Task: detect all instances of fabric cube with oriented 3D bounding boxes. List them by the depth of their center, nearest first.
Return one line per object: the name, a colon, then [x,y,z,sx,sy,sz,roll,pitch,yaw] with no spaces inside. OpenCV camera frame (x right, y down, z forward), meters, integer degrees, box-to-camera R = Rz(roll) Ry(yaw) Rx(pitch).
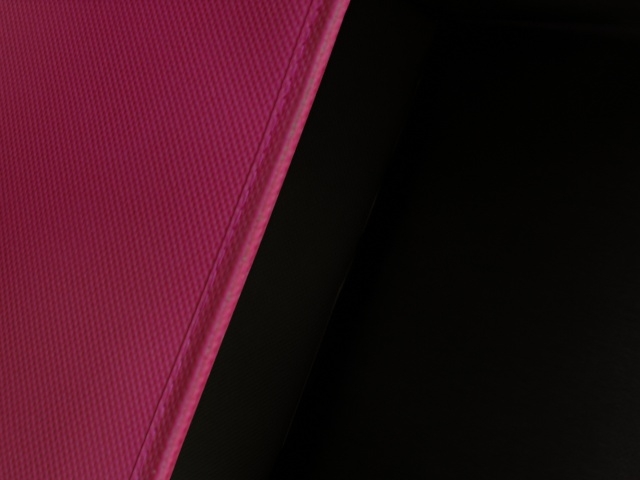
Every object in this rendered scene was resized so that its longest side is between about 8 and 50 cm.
fabric cube: [0.000,0.000,0.486,0.258,0.259,0.254,12,80,49]
